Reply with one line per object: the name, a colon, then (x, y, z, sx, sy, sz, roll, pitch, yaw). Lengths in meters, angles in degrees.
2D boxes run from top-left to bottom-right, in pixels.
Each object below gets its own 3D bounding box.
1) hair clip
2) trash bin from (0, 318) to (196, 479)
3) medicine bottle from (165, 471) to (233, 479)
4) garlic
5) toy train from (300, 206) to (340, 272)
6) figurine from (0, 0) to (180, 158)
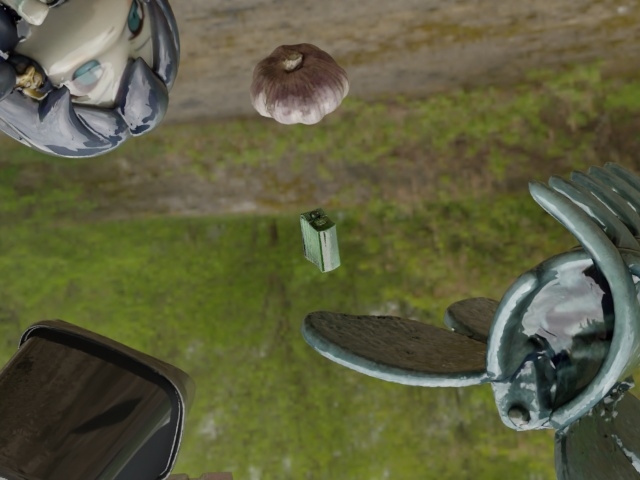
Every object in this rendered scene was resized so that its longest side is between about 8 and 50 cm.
hair clip: (0.243, 0.079, 1.065, 0.392, 0.238, 0.318, 38, -157, 21)
trash bin: (-0.271, 0.213, 1.280, 0.210, 0.182, 0.290, 22, -147, 9)
medicine bottle: (-0.277, 0.407, 1.787, 0.296, 0.111, 0.161, -2, 155, -7)
garlic: (-0.038, -0.252, 1.904, 0.159, 0.147, 0.102, 11, 149, 17)
toy train: (0.000, 0.000, 1.751, 0.038, 0.093, 0.056, -22, -141, -20)
figurine: (-0.199, -0.174, 0.842, 0.175, 0.265, 0.197, -29, -137, -12)
